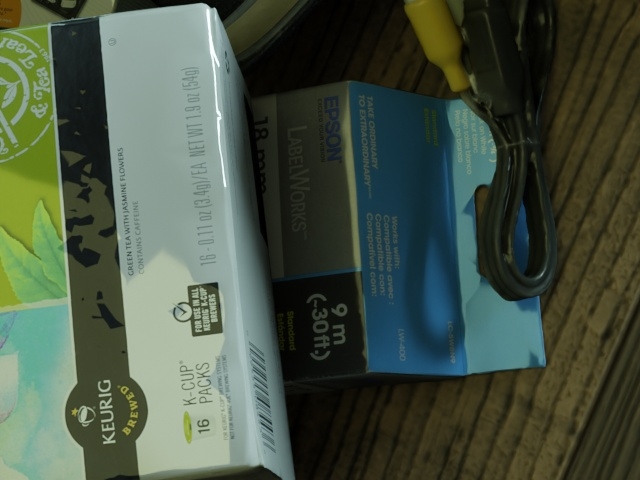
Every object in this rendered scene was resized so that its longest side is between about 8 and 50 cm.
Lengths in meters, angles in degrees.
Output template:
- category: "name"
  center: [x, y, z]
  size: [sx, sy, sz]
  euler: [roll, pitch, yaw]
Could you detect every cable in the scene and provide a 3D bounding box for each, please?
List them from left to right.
- category: "cable"
  center: [0.143, -0.098, 1.242]
  size: [0.072, 0.139, 0.287]
  euler: [-7, 95, 47]

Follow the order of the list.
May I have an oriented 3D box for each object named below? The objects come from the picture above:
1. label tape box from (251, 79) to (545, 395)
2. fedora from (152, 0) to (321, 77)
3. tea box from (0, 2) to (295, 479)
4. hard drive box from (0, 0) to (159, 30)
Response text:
- category: "label tape box"
  center: [0.000, 0.000, 1.267]
  size: [0.334, 0.106, 0.240]
  euler: [-9, 77, 23]
- category: "fedora"
  center: [-0.067, -0.289, 1.250]
  size: [0.334, 0.152, 0.334]
  euler: [-44, 28, 31]
- category: "tea box"
  center: [-0.201, 0.037, 1.123]
  size: [0.323, 0.220, 0.329]
  euler: [-9, 75, 4]
- category: "hard drive box"
  center: [-0.224, -0.291, 1.433]
  size: [0.181, 0.089, 0.232]
  euler: [10, 84, 25]
